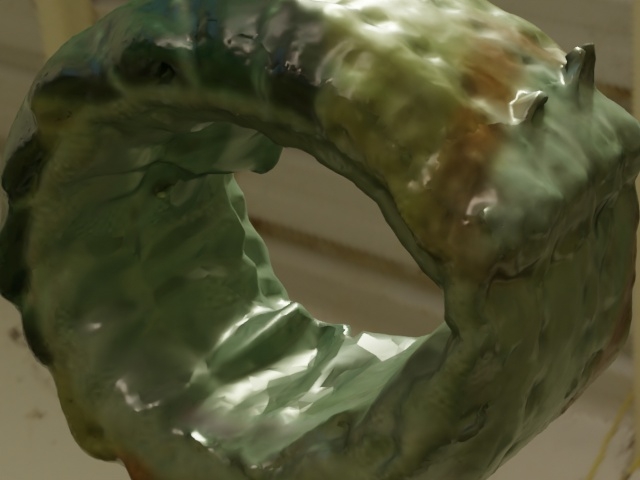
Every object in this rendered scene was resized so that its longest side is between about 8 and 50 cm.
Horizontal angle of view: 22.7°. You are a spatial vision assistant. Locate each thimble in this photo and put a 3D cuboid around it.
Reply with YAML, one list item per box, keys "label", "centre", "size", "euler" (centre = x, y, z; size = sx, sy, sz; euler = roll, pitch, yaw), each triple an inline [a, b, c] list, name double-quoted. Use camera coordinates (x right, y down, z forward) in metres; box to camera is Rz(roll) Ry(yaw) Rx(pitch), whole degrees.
- label: "thimble"
  centre: [0.000, 0.000, 0.719]
  size: [0.288, 0.167, 0.254]
  euler: [-10, -78, 35]
